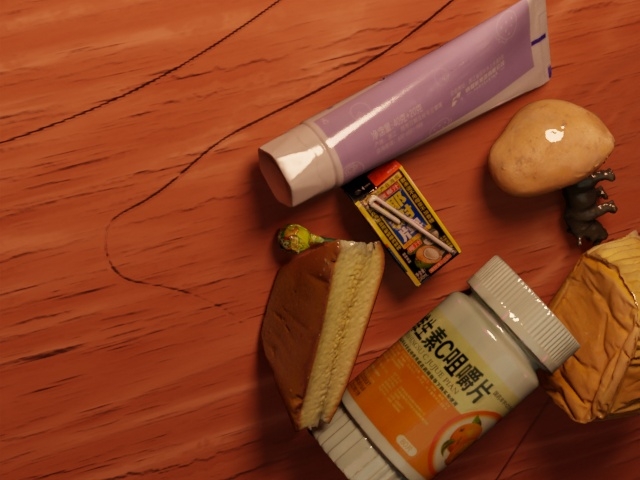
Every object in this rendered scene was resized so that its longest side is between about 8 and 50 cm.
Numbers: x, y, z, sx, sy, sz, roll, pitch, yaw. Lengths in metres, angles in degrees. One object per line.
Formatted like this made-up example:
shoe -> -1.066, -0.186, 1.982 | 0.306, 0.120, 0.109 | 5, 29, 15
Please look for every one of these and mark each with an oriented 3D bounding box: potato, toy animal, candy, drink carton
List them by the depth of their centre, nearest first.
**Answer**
candy -> 0.000, 0.000, 1.878 | 0.123, 0.035, 0.035 | 3, 77, -44
drink carton -> 0.093, -0.024, 1.892 | 0.071, 0.056, 0.166 | -41, 133, -2
potato -> 0.263, -0.107, 1.902 | 0.147, 0.112, 0.112 | -26, 132, -2
toy animal -> 0.330, -0.042, 2.024 | 0.065, 0.047, 0.136 | -22, 132, -8

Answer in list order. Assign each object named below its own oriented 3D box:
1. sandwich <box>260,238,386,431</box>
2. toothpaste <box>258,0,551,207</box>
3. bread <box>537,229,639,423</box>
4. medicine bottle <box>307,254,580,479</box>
sandwich -> 0.000, 0.093, 1.899 | 0.094, 0.096, 0.258 | -4, 123, -36
toothpaste -> 0.107, -0.148, 1.803 | 0.371, 0.080, 0.125 | -28, 132, -16
bread -> 0.377, 0.115, 2.076 | 0.133, 0.179, 0.250 | -5, 130, -26
medicine bottle -> 0.148, 0.178, 2.001 | 0.318, 0.158, 0.158 | -42, 133, 3
